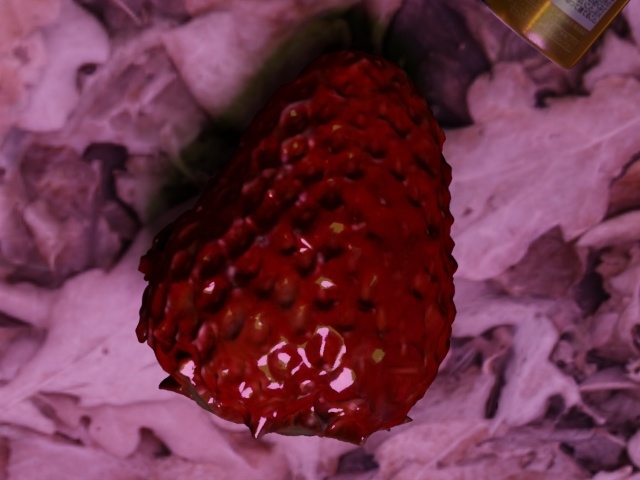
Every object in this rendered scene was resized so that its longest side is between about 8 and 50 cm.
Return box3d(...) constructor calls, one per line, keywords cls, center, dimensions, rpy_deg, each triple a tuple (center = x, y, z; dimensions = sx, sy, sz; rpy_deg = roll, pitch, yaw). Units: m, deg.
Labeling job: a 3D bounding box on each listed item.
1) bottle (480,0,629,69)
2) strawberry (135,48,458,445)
box3d(cls="bottle", center=(0.215, -0.239, 1.061), dimensions=(0.082, 0.082, 0.286), rpy_deg=(32, 106, -29))
box3d(cls="strawberry", center=(0.000, 0.000, 1.094), dimensions=(0.205, 0.205, 0.244), rpy_deg=(13, 92, -23))
